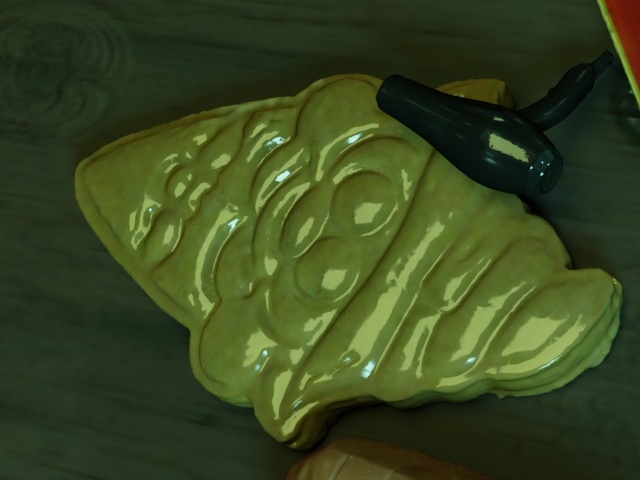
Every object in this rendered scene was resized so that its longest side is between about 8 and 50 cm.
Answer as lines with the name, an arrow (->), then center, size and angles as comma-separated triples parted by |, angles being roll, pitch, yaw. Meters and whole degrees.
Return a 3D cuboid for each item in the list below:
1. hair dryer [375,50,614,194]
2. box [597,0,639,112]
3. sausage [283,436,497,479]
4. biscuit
hair dryer -> 0.074, -0.053, 0.721 | 0.079, 0.031, 0.083 | 33, 52, 32
box -> 0.161, -0.058, 0.698 | 0.090, 0.023, 0.133 | -21, 60, 13
sausage -> 0.049, 0.111, 0.652 | 0.169, 0.065, 0.065 | 19, 76, 31
biscuit -> 0.000, 0.000, 0.746 | 0.250, 0.035, 0.162 | 14, 69, 32
